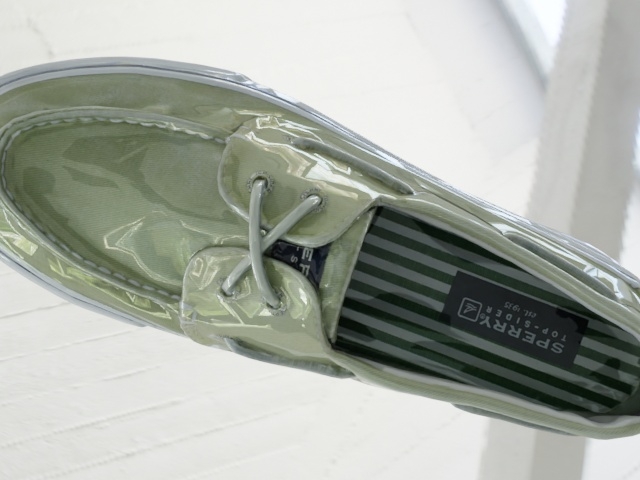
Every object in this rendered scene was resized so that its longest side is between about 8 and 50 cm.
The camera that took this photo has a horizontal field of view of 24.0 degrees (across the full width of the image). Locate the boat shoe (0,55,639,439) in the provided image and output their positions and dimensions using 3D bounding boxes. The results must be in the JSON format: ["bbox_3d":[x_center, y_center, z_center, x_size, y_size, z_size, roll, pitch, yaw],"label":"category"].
[{"bbox_3d":[0.000,0.000,0.583,0.302,0.094,0.109,16,-88,-4],"label":"boat shoe"}]
